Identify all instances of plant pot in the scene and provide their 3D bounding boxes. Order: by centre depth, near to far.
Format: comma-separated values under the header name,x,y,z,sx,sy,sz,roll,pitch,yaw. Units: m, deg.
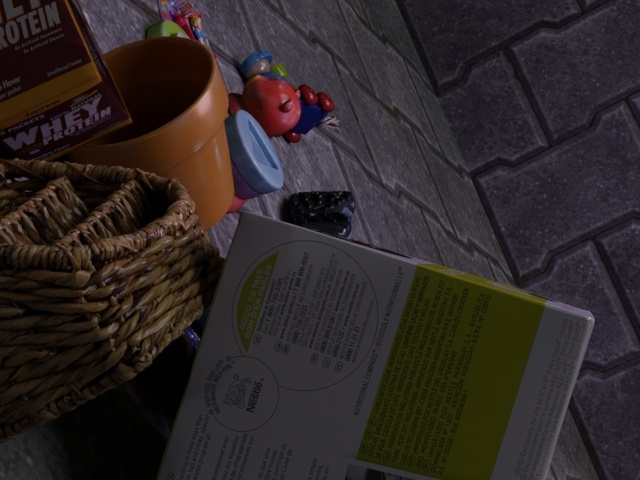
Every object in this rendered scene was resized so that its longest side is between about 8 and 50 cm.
name,x,y,z,sx,sy,sz,roll,pitch,yaw
plant pot,-0.192,-0.109,1.557,0.205,0.205,0.188,-98,170,-48

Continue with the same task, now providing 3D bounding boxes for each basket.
name,x,y,z,sx,sy,sz,roll,pitch,yaw
basket,-0.229,0.006,1.204,0.223,0.213,0.299,60,17,-9

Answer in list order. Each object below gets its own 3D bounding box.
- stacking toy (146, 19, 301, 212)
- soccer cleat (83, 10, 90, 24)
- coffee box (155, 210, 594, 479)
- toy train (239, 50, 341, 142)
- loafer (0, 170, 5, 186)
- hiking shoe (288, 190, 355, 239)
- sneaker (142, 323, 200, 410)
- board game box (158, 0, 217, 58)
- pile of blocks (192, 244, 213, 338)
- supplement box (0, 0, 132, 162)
name,x,y,z,sx,sy,sz,roll,pitch,yaw
stacking toy,-0.138,-0.213,1.949,0.280,0.130,0.309,55,18,-24
soccer cleat,-0.341,-0.275,1.562,0.076,0.068,0.196,60,20,3
coffee box,0.060,0.182,1.277,0.337,0.334,0.338,16,91,-78
toy train,-0.051,-0.260,2.354,0.143,0.105,0.248,53,14,14
loafer,-0.351,-0.058,1.141,0.061,0.062,0.170,31,29,21
hiking shoe,0.000,0.000,2.130,0.304,0.113,0.132,-80,170,-73
sneaker,-0.151,0.135,1.475,0.221,0.083,0.087,56,10,-33
board game box,-0.202,-0.336,2.114,0.169,0.033,0.133,49,22,-38
pile of blocks,-0.073,0.122,1.546,0.362,0.112,0.149,56,-20,-18
supplement box,-0.305,-0.200,1.344,0.194,0.129,0.191,79,-14,-81
